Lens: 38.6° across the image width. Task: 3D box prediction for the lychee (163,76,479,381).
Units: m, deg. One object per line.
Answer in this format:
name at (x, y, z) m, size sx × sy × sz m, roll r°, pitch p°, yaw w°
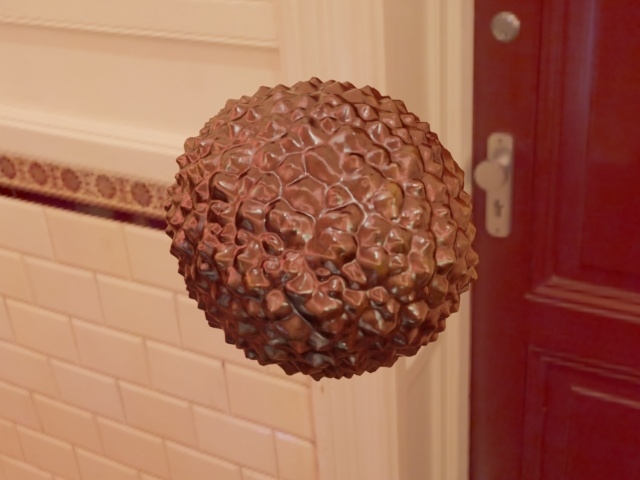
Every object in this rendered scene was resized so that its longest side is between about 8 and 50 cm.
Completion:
lychee at (0.000, 0.000, 0.531) m, size 0.188 × 0.188 × 0.188 m, roll -3°, pitch 29°, yaw 2°
